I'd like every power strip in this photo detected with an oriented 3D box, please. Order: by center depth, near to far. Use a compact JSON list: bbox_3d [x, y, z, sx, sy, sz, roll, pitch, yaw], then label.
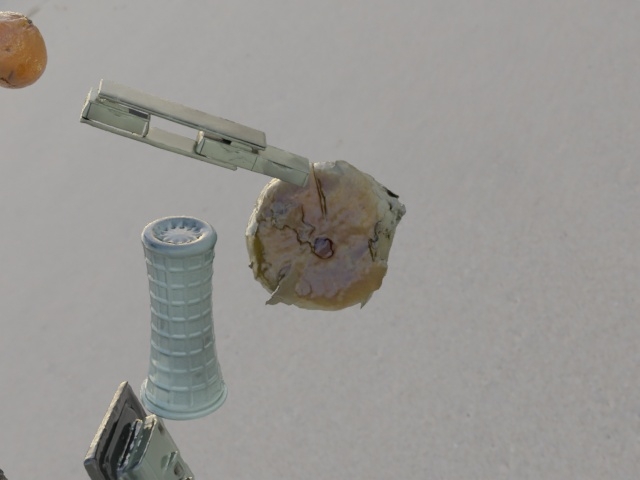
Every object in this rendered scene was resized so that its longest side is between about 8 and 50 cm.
[{"bbox_3d":[-0.272,0.382,1.632,0.092,0.257,0.251,-19,21,16],"label":"power strip"}]

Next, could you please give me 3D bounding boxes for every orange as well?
[{"bbox_3d":[-0.507,-0.310,1.622,0.117,0.135,0.135,-35,26,-5],"label":"orange"}]

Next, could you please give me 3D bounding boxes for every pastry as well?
[{"bbox_3d":[-0.001,-0.006,1.579,0.121,0.236,0.257,-65,-7,-76],"label":"pastry"}]

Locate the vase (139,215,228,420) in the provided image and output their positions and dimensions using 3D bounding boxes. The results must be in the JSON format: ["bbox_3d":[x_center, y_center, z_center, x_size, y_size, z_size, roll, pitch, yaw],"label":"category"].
[{"bbox_3d":[-0.214,0.116,1.538,0.143,0.298,0.143,2,28,-1],"label":"vase"}]

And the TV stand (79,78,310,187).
[{"bbox_3d":[-0.126,-0.110,1.055,0.036,0.249,0.042,-102,33,-58],"label":"TV stand"}]

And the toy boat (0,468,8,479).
[{"bbox_3d":[-0.420,0.214,1.069,0.226,0.088,0.068,40,78,21],"label":"toy boat"}]
